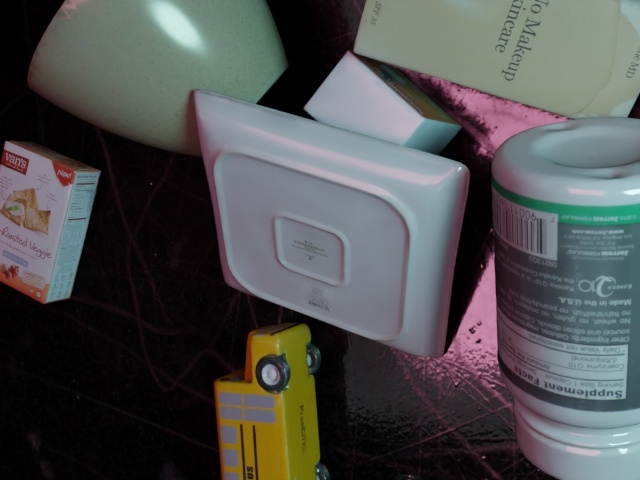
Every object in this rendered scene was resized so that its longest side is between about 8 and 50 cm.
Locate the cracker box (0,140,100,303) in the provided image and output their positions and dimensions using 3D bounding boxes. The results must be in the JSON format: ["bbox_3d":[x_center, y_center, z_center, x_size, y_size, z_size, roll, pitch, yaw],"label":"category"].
[{"bbox_3d":[-0.468,-0.032,1.329,0.155,0.067,0.232,22,103,21],"label":"cracker box"}]

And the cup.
[{"bbox_3d":[-0.184,-0.248,1.068,0.237,0.331,0.331,41,112,-8],"label":"cup"}]

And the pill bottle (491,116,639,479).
[{"bbox_3d":[0.292,0.068,0.860,0.204,0.204,0.361,5,118,25],"label":"pill bottle"}]

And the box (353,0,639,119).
[{"bbox_3d":[0.209,-0.247,0.891,0.311,0.121,0.148,17,126,4],"label":"box"}]

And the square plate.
[{"bbox_3d":[0.000,0.000,1.008,0.347,0.049,0.344,19,139,19],"label":"square plate"}]

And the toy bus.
[{"bbox_3d":[-0.071,0.289,1.149,0.130,0.108,0.333,-3,94,27],"label":"toy bus"}]

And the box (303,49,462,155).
[{"bbox_3d":[0.083,-0.153,1.002,0.130,0.170,0.091,45,110,14],"label":"box"}]
